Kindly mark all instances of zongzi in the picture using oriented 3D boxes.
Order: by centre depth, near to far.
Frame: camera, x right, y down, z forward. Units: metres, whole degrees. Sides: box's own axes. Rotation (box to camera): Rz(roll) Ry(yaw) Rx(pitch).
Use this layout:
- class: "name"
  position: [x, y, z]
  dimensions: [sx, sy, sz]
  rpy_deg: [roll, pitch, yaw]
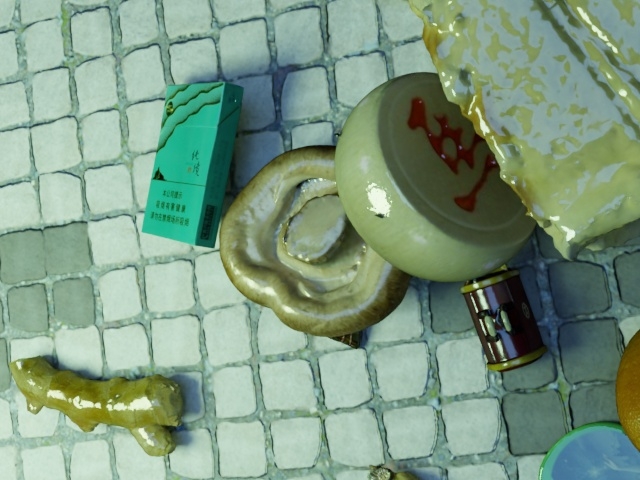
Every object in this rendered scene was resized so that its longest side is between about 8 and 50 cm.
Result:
- class: "zongzi"
  position: [0.012, 0.117, 1.101]
  dimensions: [0.083, 0.073, 0.067]
  rpy_deg: [13, 109, 17]

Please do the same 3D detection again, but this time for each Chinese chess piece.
- class: "Chinese chess piece"
  position: [0.145, -0.079, 0.981]
  dimensions: [0.273, 0.273, 0.102]
  rpy_deg: [61, 143, 10]

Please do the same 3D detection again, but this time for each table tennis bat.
- class: "table tennis bat"
  position: [0.326, 0.338, 1.022]
  dimensions: [0.257, 0.039, 0.160]
  rpy_deg: [-34, 77, 9]

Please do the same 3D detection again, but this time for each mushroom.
- class: "mushroom"
  position: [0.000, 0.000, 1.067]
  dimensions: [0.278, 0.146, 0.278]
  rpy_deg: [-3, 77, 15]

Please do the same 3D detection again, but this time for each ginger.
- class: "ginger"
  position: [-0.338, 0.231, 1.198]
  dimensions: [0.299, 0.065, 0.118]
  rpy_deg: [13, 87, 19]

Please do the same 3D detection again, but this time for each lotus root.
- class: "lotus root"
  position: [0.116, 0.357, 1.065]
  dimensions: [0.072, 0.063, 0.152]
  rpy_deg: [-42, 81, 20]

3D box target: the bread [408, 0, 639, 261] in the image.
- class: "bread"
  position: [0.317, -0.212, 0.865]
  dimensions: [0.279, 0.390, 0.371]
  rpy_deg: [-37, 84, 28]

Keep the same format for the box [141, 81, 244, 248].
- class: "box"
  position: [-0.186, -0.111, 1.144]
  dimensions: [0.161, 0.042, 0.226]
  rpy_deg: [12, 91, 49]

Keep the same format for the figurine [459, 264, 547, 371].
- class: "figurine"
  position: [0.226, 0.092, 1.030]
  dimensions: [0.082, 0.098, 0.154]
  rpy_deg: [-21, 85, 17]

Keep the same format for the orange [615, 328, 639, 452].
- class: "orange"
  position: [0.440, 0.179, 0.920]
  dimensions: [0.206, 0.206, 0.206]
  rpy_deg: [-1, 87, 16]
